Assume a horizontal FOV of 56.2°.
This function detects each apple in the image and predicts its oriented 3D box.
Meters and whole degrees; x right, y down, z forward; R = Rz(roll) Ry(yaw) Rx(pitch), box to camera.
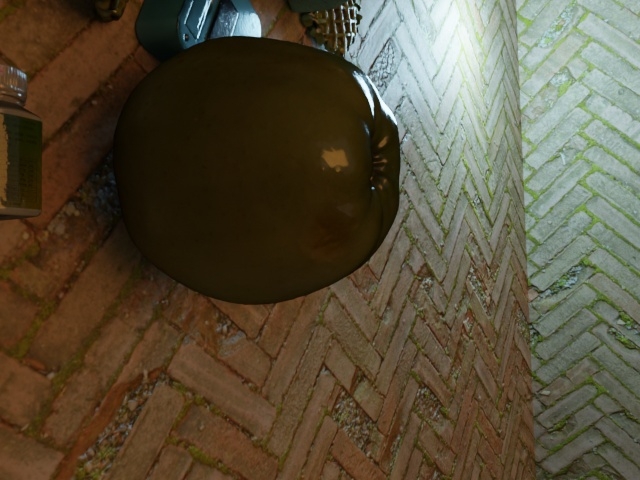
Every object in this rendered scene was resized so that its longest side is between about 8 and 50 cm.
[{"bbox_3d":[-0.089,-0.110,0.983,0.473,0.473,0.474,2,87,-55],"label":"apple"}]

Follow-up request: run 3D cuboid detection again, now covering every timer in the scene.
[{"bbox_3d":[-0.214,-0.398,1.140,0.250,0.091,0.232,49,49,-57],"label":"timer"}]

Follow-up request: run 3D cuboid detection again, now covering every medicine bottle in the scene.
[{"bbox_3d":[-0.422,-0.122,0.761,0.088,0.132,0.189,3,86,-54],"label":"medicine bottle"}]

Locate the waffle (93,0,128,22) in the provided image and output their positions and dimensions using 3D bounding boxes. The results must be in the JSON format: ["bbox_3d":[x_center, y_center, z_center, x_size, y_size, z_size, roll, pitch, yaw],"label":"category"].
[{"bbox_3d":[-0.303,-0.442,0.905,0.054,0.223,0.204,18,79,-12],"label":"waffle"}]

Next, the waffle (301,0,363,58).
[{"bbox_3d":[0.026,-0.573,1.479,0.208,0.054,0.214,42,59,-43],"label":"waffle"}]

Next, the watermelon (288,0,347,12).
[{"bbox_3d":[-0.023,-0.656,1.238,0.258,0.228,0.387,-10,131,-37],"label":"watermelon"}]
